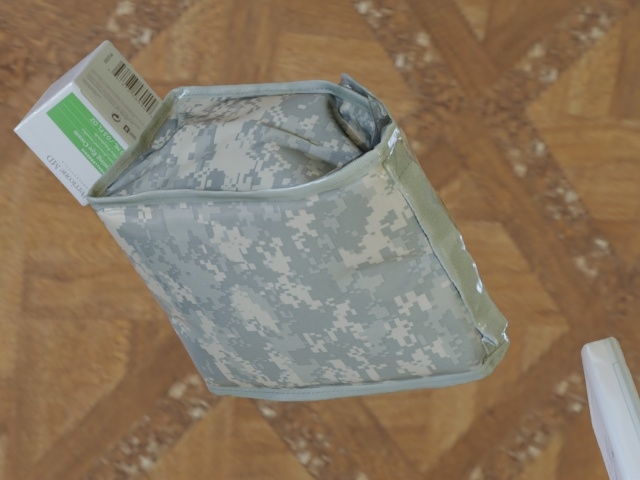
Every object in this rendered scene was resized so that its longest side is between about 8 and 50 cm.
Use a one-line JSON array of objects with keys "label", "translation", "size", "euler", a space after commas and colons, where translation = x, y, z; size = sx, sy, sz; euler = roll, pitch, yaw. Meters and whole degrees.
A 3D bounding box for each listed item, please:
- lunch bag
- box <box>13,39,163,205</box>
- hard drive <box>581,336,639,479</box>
[{"label": "lunch bag", "translation": [0.000, 0.000, 1.346], "size": [0.169, 0.287, 0.235], "euler": [-55, 130, -35]}, {"label": "box", "translation": [-0.209, -0.109, 1.577], "size": [0.087, 0.102, 0.101], "euler": [-34, 106, 29]}, {"label": "hard drive", "translation": [0.309, 0.268, 1.573], "size": [0.040, 0.307, 0.203], "euler": [-17, 149, 3]}]
